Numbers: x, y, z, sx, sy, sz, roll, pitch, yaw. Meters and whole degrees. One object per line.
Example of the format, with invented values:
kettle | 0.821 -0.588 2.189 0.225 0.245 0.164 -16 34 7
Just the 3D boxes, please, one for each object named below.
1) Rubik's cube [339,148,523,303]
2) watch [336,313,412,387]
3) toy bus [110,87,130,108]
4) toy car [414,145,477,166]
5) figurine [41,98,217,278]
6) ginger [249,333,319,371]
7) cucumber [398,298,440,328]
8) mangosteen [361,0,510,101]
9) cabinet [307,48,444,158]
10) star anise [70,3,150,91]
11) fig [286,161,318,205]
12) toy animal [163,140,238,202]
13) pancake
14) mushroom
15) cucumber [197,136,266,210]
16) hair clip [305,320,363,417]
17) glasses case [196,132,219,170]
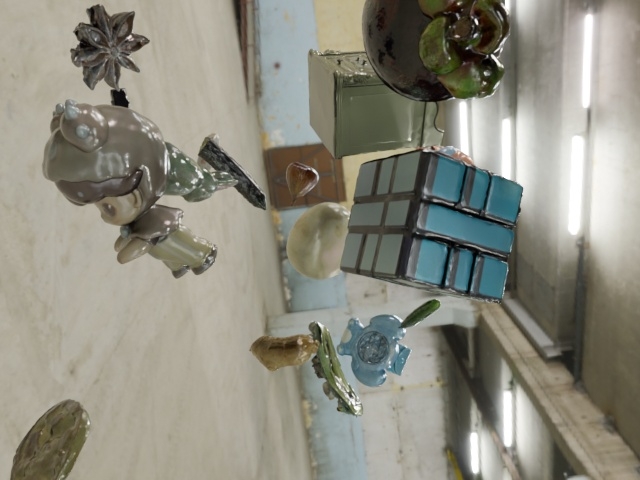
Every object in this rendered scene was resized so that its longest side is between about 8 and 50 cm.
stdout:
Rubik's cube | 0.243 -0.027 1.232 0.293 0.288 0.284 -2 -106 63
watch | 0.162 0.313 1.587 0.193 0.210 0.211 42 39 -68
toy bus | -0.638 -0.399 1.755 0.072 0.057 0.172 11 -68 65
toy car | 0.359 -0.185 1.626 0.270 0.180 0.213 36 -31 58
figurine | -0.336 -0.088 0.987 0.381 0.203 0.248 57 -16 -25
ginger | -0.097 0.278 1.376 0.095 0.190 0.069 -71 149 -58
cucumber | 0.258 0.192 1.418 0.155 0.037 0.037 -44 -141 39
mangosteen | 0.224 -0.414 1.058 0.311 0.310 0.312 173 -90 -90
cabinet | 0.152 -0.397 1.501 0.290 0.317 0.228 -116 -159 -56
star anise | -0.600 -0.545 1.519 0.223 0.109 0.236 -15 137 -56
fig | -0.068 -0.210 1.993 0.119 0.118 0.153 -97 -170 -67
toy animal | -0.305 -0.141 1.291 0.251 0.125 0.127 17 48 -51
pancake | -0.666 0.522 1.335 0.049 0.294 0.295 40 29 -36
mushroom | 0.000 0.000 1.704 0.202 0.246 0.246 25 -52 52
cucumber | -0.271 -0.207 1.744 0.300 0.072 0.072 44 17 -22
hair clip | 0.026 0.416 1.727 0.322 0.091 0.138 66 11 23
glasses case | -0.389 -0.300 1.879 0.041 0.063 0.164 38 52 -42
